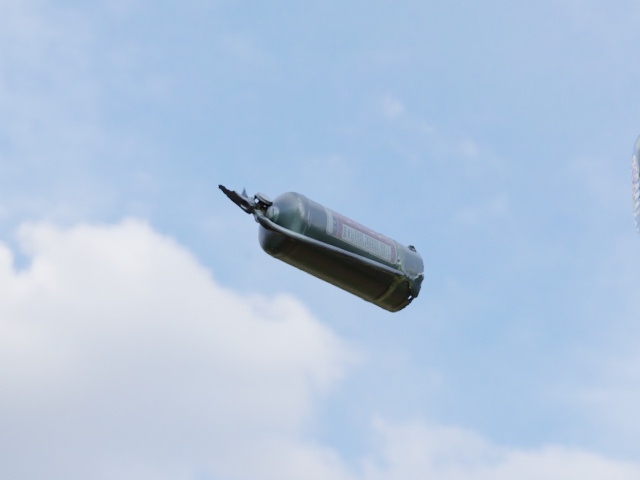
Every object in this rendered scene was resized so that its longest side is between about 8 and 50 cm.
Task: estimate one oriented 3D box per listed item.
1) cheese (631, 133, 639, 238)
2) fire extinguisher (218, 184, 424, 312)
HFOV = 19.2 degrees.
[{"bbox_3d":[0.380,-0.052,2.118,0.064,0.137,0.227,-2,-6,4],"label":"cheese"},{"bbox_3d":[0.000,0.000,2.415,0.294,0.118,0.093,26,-76,-33],"label":"fire extinguisher"}]
